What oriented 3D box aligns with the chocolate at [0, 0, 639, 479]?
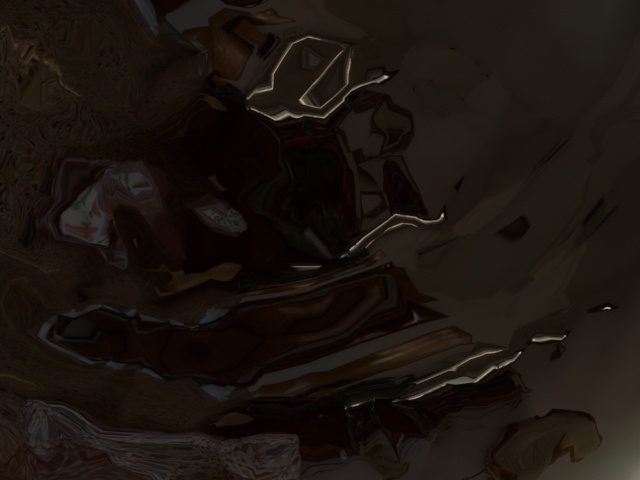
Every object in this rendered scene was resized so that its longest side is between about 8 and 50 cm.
[{"bbox_3d":[0.000,0.000,0.479,0.383,0.384,0.331,59,-27,21],"label":"chocolate"}]
